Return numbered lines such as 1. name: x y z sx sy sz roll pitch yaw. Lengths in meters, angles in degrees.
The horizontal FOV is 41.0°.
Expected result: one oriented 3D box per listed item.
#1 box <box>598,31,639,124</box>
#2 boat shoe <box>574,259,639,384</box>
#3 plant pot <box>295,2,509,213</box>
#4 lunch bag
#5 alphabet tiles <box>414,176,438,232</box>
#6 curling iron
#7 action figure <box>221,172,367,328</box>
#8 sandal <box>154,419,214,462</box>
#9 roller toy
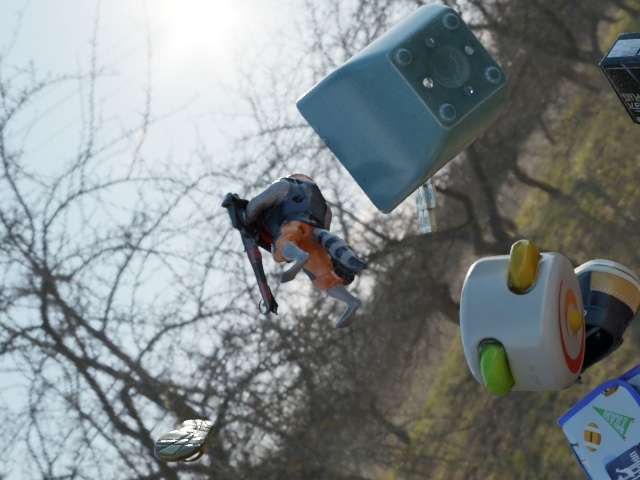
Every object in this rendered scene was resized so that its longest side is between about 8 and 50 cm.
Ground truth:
1. box: 0.573 -0.264 1.395 0.077 0.147 0.180 -54 32 -15
2. boat shoe: 0.476 0.215 1.777 0.156 0.187 0.500 -65 5 -33
3. plant pot: 0.155 -0.232 1.370 0.247 0.248 0.252 -40 2 -21
4. lunch bag: 0.676 0.373 1.563 0.385 0.328 0.239 -33 -30 13
5. alphabet tiles: 0.244 -0.158 2.113 0.278 0.021 0.284 -175 75 -88
6. curling iron: -0.144 0.031 1.776 0.035 0.274 0.068 -16 -10 -20
7. action figure: 0.000 0.000 1.602 0.178 0.341 0.330 -44 42 23
8. sandal: -0.222 0.344 1.435 0.180 0.072 0.049 -19 -65 -80
9. roller toy: 0.293 0.112 1.203 0.191 0.146 0.209 17 -110 -59
